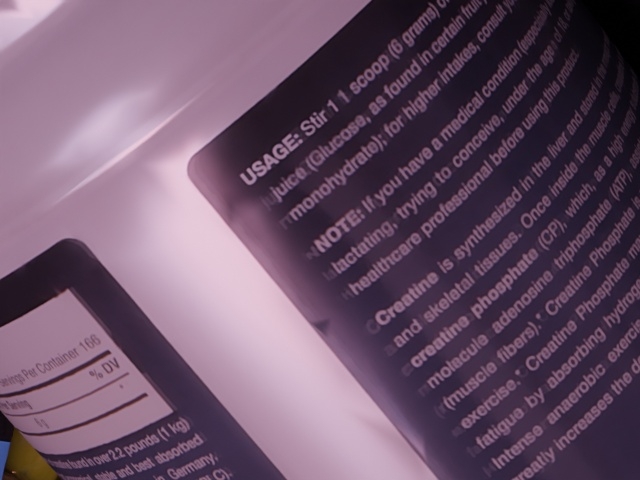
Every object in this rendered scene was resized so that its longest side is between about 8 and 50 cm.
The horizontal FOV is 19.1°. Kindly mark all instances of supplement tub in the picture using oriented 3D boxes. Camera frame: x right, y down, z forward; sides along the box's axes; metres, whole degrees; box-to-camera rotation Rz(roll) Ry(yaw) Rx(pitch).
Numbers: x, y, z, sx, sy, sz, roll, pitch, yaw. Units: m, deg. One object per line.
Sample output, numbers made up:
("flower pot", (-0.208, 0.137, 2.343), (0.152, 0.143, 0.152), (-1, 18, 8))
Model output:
("supplement tub", (0.000, 0.000, 0.515), (0.191, 0.191, 0.272), (-32, 106, 28))

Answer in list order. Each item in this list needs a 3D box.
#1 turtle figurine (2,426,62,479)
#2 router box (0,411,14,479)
("turtle figurine", (-0.129, 0.089, 0.660), (0.269, 0.087, 0.217), (5, 119, 13))
("router box", (-0.180, 0.075, 0.528), (0.179, 0.046, 0.133), (10, 96, -35))
